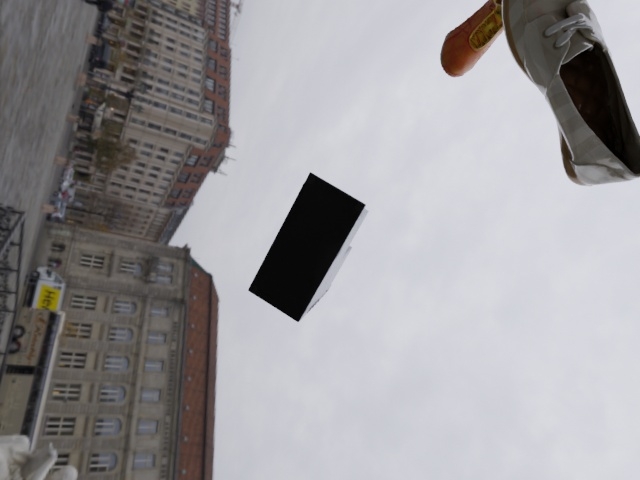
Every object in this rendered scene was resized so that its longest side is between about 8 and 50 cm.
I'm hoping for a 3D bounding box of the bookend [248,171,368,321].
[{"bbox_3d":[0.000,0.000,0.576,0.157,0.072,0.156,-61,172,15],"label":"bookend"}]

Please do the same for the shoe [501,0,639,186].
[{"bbox_3d":[0.228,-0.145,0.396,0.076,0.219,0.058,-32,-163,-2],"label":"shoe"}]

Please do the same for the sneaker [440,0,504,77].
[{"bbox_3d":[0.239,-0.316,0.678,0.175,0.064,0.067,-52,-169,-11],"label":"sneaker"}]
